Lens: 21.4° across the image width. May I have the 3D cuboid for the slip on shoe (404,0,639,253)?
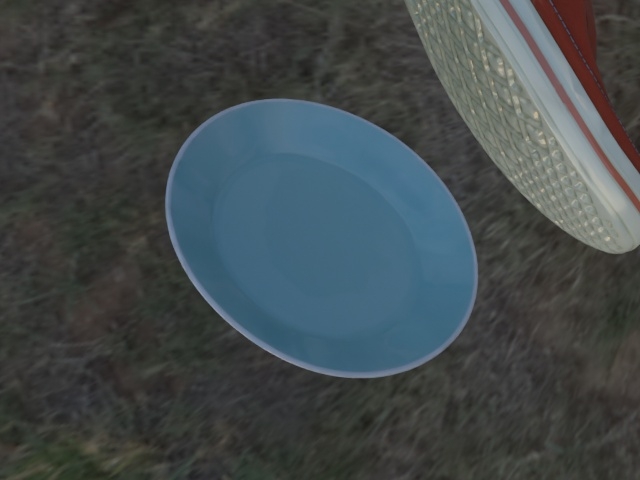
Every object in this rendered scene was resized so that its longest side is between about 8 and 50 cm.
[{"bbox_3d":[0.084,-0.149,0.786,0.101,0.123,0.331,-26,92,-10],"label":"slip on shoe"}]

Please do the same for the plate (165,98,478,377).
[{"bbox_3d":[0.000,0.000,0.955,0.188,0.188,0.024,40,139,7],"label":"plate"}]
